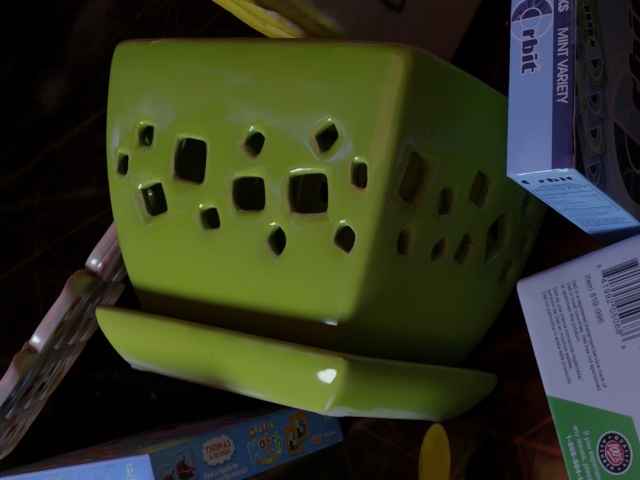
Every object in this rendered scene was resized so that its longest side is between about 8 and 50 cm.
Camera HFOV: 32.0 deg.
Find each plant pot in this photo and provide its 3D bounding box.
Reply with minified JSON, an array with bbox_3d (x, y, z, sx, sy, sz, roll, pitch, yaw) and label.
[{"bbox_3d":[0.000,0.000,0.721,0.228,0.227,0.207,9,86,35],"label":"plant pot"}]

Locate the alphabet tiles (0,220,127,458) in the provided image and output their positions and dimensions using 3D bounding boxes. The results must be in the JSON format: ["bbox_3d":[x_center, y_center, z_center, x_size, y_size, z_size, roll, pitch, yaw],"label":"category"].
[{"bbox_3d":[-0.207,0.095,0.808,0.021,0.278,0.284,35,86,-3],"label":"alphabet tiles"}]

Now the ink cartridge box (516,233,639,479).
[{"bbox_3d":[0.235,0.063,0.623,0.208,0.087,0.153,-23,64,27],"label":"ink cartridge box"}]

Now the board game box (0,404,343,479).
[{"bbox_3d":[-0.106,0.148,0.746,0.160,0.211,0.039,-14,85,29],"label":"board game box"}]

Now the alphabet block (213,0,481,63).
[{"bbox_3d":[0.012,-0.245,0.804,0.193,0.192,0.197,28,93,38],"label":"alphabet block"}]

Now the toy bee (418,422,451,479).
[{"bbox_3d":[0.038,0.205,0.692,0.298,0.162,0.195,23,82,11],"label":"toy bee"}]

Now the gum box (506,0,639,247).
[{"bbox_3d":[0.165,-0.086,0.655,0.041,0.184,0.157,-5,74,32],"label":"gum box"}]
